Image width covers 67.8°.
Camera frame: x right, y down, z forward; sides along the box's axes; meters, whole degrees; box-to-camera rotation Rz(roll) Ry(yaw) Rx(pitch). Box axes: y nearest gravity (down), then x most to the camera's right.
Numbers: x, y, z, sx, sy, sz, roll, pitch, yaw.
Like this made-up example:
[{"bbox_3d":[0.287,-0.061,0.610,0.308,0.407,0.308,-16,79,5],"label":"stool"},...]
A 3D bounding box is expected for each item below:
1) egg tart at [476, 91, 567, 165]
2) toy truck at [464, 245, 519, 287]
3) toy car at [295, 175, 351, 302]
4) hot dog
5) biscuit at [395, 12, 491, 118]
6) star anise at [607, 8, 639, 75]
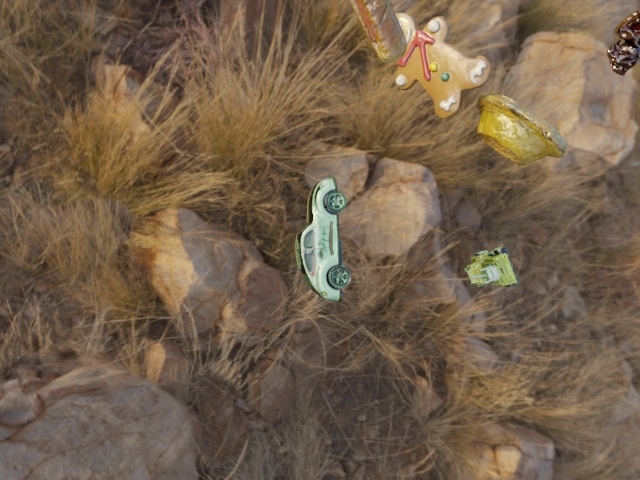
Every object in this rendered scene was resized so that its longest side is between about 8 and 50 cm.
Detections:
[{"bbox_3d":[0.538,-0.295,1.317,0.288,0.288,0.118,32,100,-22],"label":"egg tart"},{"bbox_3d":[0.564,0.101,1.636,0.135,0.259,0.129,-20,88,2],"label":"toy truck"},{"bbox_3d":[0.000,0.000,1.160,0.125,0.136,0.306,-4,89,-7],"label":"toy car"},{"bbox_3d":[0.090,-0.475,0.898,0.088,0.061,0.286,-46,117,-24],"label":"hot dog"},{"bbox_3d":[0.285,-0.496,1.308,0.340,0.216,0.047,51,38,13],"label":"biscuit"},{"bbox_3d":[1.047,-0.676,1.592,0.220,0.126,0.190,-50,144,9],"label":"star anise"}]
